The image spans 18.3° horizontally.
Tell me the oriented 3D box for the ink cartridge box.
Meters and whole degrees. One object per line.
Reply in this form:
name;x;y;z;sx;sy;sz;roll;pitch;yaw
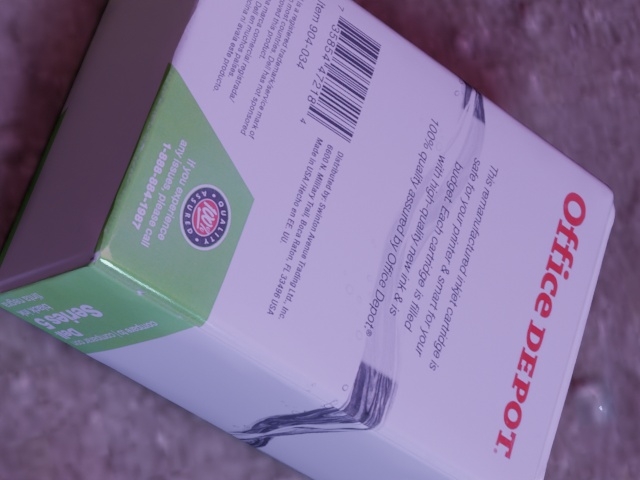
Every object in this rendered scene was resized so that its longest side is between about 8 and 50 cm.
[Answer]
ink cartridge box;0.000;0.000;1.004;0.273;0.114;0.198;33;62;-27
